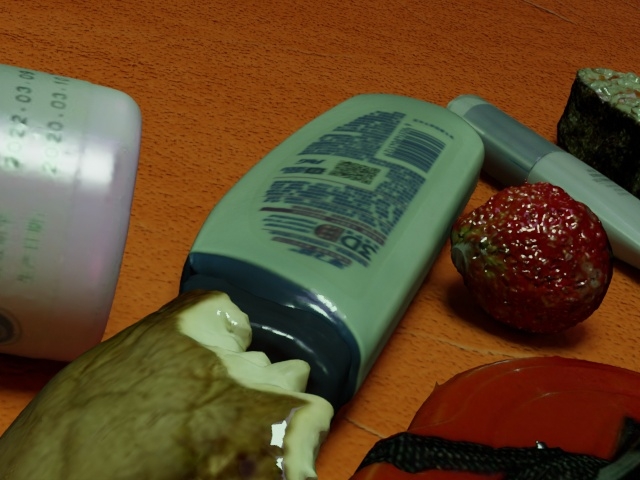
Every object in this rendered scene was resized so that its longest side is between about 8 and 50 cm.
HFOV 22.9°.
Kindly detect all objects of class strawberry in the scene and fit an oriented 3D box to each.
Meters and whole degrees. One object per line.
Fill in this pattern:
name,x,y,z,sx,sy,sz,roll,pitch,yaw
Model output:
strawberry,0.130,0.013,0.995,0.106,0.106,0.106,13,28,-7

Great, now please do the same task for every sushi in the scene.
sushi,0.254,-0.081,1.248,0.091,0.078,0.150,-2,32,-32

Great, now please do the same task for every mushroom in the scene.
mushroom,-0.028,0.179,0.566,0.208,0.301,0.233,-25,30,14

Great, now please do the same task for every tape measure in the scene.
tape measure,0.127,0.151,0.718,0.253,0.114,0.260,24,29,13

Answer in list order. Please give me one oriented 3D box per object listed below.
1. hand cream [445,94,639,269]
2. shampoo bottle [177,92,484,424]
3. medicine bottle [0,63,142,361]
hand cream,0.193,-0.029,1.151,0.255,0.048,0.079,36,26,29
shampoo bottle,0.000,0.000,0.965,0.134,0.078,0.359,18,28,11
medicine bottle,-0.228,-0.028,0.812,0.255,0.152,0.152,9,29,-12
